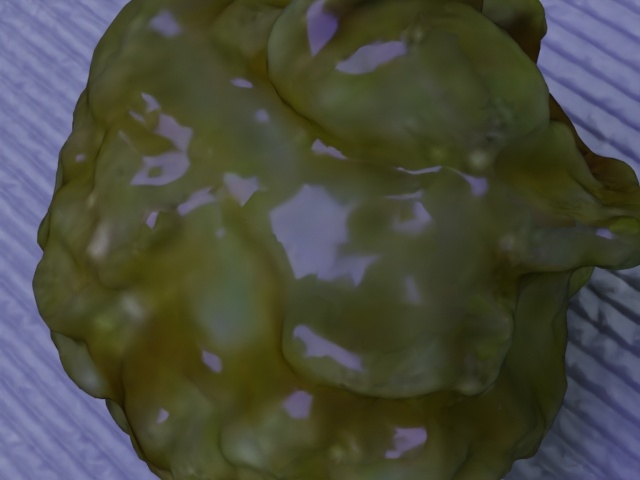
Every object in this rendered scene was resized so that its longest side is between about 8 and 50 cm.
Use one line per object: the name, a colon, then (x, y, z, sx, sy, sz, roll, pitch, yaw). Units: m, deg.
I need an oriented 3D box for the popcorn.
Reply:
popcorn: (0.000, 0.000, 0.733, 0.255, 0.195, 0.256, -30, 51, 27)
